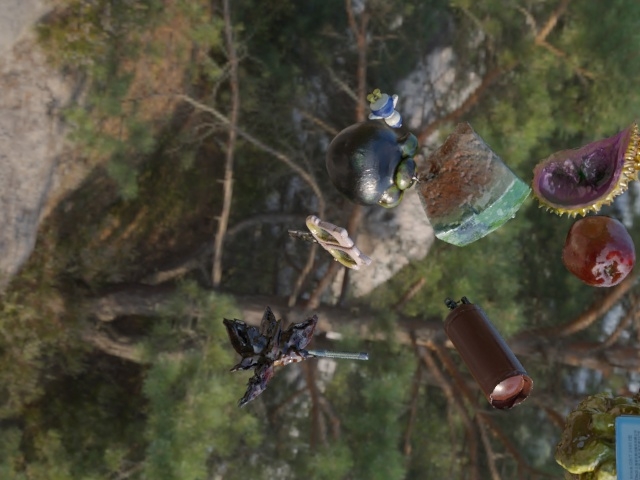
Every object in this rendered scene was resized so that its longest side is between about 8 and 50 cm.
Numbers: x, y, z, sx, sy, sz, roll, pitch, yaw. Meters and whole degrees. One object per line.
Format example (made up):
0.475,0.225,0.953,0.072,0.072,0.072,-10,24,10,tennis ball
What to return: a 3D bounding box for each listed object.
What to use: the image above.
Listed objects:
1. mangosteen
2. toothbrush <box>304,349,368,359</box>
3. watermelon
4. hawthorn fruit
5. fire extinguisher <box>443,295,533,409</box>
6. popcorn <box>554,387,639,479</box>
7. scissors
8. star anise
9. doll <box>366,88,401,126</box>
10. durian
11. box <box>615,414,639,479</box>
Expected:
0.139,-0.195,2.248,0.243,0.242,0.243,9,90,-73,mangosteen
0.011,0.263,2.031,0.019,0.219,0.016,46,50,-53,toothbrush
0.393,-0.132,2.347,0.264,0.302,0.151,-40,-176,15,watermelon
0.520,0.023,1.631,0.138,0.132,0.133,-108,-162,-66,hawthorn fruit
0.365,0.240,1.992,0.147,0.106,0.337,52,7,-40,fire extinguisher
0.580,0.393,1.586,0.247,0.282,0.282,67,26,-13,popcorn
0.000,0.000,1.865,0.024,0.317,0.160,-48,113,-15,scissors
-0.101,0.184,1.556,0.212,0.157,0.053,-35,156,-18,star anise
0.181,-0.354,2.385,0.143,0.098,0.058,41,15,-39,doll
0.599,-0.129,1.946,0.153,0.260,0.187,41,65,-28,durian
0.497,0.365,1.228,0.083,0.142,0.232,16,73,-60,box
